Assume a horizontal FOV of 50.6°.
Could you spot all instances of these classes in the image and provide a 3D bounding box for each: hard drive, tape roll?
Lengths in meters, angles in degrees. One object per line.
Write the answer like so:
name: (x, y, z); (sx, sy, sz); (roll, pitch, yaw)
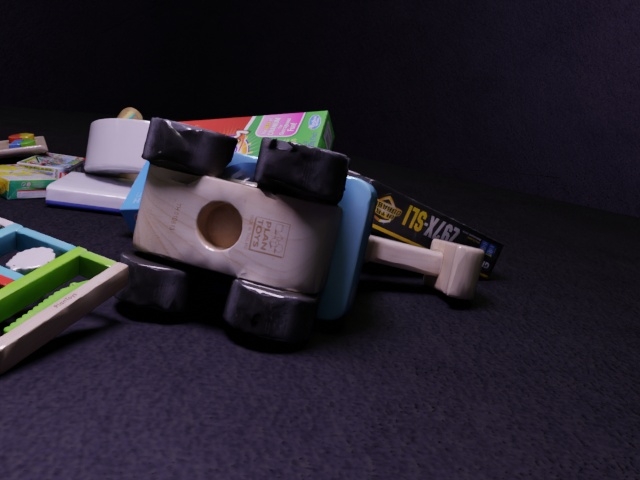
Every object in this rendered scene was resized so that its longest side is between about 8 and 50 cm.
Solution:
hard drive: (-0.362, -0.086, 1.373); (0.319, 0.040, 0.210); (7, 12, -8)
tape roll: (-0.358, -0.176, 1.463); (0.286, 0.100, 0.286); (6, -5, 1)

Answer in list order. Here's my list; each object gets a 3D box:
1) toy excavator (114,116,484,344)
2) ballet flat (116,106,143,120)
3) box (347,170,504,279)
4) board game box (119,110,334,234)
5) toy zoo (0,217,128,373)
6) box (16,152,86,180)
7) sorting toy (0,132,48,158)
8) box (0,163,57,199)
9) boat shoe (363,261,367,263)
toy excavator: (0.006, -0.003, 0.942); (0.433, 0.222, 0.445); (13, 5, 13)
ballet flat: (-0.496, -0.226, 1.615); (0.080, 0.232, 0.073); (36, 42, -7)
box: (0.138, -0.045, 1.246); (0.322, 0.079, 0.257); (23, 3, -31)
board game box: (-0.152, -0.116, 1.164); (0.316, 0.064, 0.242); (-1, 46, 16)
toy zoo: (-0.381, 0.028, 0.711); (0.293, 0.030, 0.192); (18, 27, 14)
box: (-0.618, -0.169, 1.577); (0.114, 0.036, 0.207); (7, 13, -9)
sorting toy: (-0.770, -0.230, 1.647); (0.193, 0.038, 0.208); (-11, 19, -22)
box: (-0.621, -0.122, 1.351); (0.179, 0.043, 0.105); (21, 17, 35)
boat shoe: (0.000, 0.000, 1.172); (0.228, 0.068, 0.081); (1, 15, -30)
